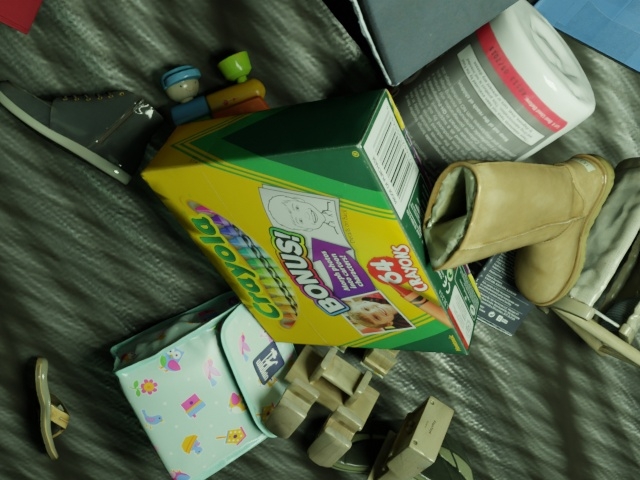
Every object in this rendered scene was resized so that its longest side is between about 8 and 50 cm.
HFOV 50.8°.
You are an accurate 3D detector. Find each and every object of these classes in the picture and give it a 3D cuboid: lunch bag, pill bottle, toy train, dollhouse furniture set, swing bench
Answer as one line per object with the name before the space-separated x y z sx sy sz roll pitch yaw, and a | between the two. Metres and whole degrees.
lunch bag | -0.157 0.213 1.047 0.262 0.160 0.223 -26 105 -14
pill bottle | 0.163 -0.143 0.860 0.176 0.176 0.318 41 127 -17
toy train | -0.096 -0.205 0.961 0.248 0.105 0.143 -22 95 -1
dollhouse furniture set | 0.054 0.266 1.050 0.242 0.212 0.161 34 137 3
swing bench | 0.476 0.042 1.030 0.254 0.165 0.253 34 86 -24

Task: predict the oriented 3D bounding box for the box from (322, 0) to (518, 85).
box | 0.115 -0.510 0.667 0.480 0.472 0.297 -34 152 4

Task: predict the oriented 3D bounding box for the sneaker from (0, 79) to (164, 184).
sneaker | -0.339 -0.183 0.950 0.222 0.083 0.118 32 82 -9

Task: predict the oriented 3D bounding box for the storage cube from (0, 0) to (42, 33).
storage cube | -0.420 -0.385 0.801 0.183 0.215 0.193 25 96 -13

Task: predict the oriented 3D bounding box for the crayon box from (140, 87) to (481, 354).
crayon box | 0.000 0.000 0.870 0.313 0.106 0.363 -3 136 33

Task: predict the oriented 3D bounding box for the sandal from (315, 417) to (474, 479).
sandal | 0.129 0.377 1.171 0.302 0.120 0.086 17 132 -11

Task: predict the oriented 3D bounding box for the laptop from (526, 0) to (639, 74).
laptop | 0.390 -0.485 0.861 0.408 0.236 0.382 40 98 -17

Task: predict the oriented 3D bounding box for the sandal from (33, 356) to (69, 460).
sandal | -0.428 0.270 1.079 0.049 0.072 0.180 -6 105 -28

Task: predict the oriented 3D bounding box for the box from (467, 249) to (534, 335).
box | 0.285 0.014 1.044 0.108 0.153 0.207 29 102 -15

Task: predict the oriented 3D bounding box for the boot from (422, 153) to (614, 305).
boot | 0.228 -0.001 0.830 0.269 0.089 0.236 -11 123 -37
